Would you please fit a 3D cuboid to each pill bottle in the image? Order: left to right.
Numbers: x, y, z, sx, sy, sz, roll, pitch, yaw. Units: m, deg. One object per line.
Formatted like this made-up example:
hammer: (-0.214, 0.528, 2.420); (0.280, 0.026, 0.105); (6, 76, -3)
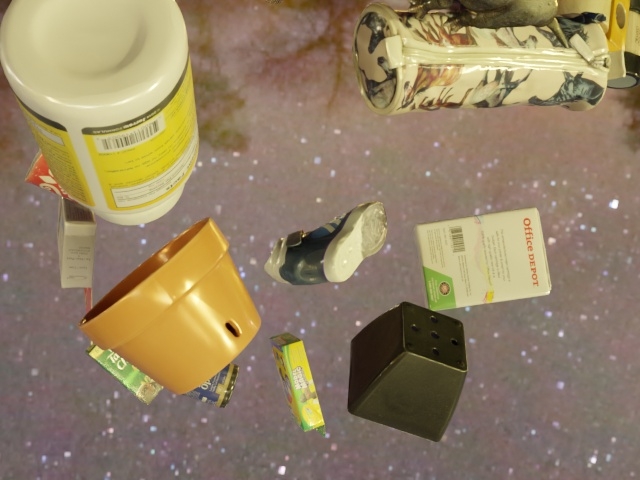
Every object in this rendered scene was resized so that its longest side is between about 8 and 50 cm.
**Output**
pill bottle: (-0.238, -0.146, 1.014); (0.188, 0.188, 0.334); (7, 158, -2)
pill bottle: (-0.337, 0.358, 2.334); (0.219, 0.123, 0.123); (19, -161, -7)

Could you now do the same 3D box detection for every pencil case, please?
pencil case: (0.244, -0.270, 1.314); (0.410, 0.160, 0.183); (-5, 177, -24)

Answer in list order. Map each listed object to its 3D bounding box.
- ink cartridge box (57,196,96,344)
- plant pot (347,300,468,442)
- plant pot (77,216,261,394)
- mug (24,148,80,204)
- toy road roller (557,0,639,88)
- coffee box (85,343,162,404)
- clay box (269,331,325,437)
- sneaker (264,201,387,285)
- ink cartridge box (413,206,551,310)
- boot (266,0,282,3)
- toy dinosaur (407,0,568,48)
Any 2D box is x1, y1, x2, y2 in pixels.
ink cartridge box: (-0.511, 0.039, 1.825); (0.066, 0.261, 0.296); (1, -161, -18)
plant pot: (0.171, 0.223, 1.598); (0.187, 0.167, 0.188); (21, -143, -12)
plant pot: (-0.242, 0.128, 1.516); (0.203, 0.291, 0.291); (52, -162, -10)
mug: (-0.409, -0.130, 1.541); (0.169, 0.150, 0.113); (28, 150, -20)
toy road roller: (0.519, -0.441, 1.810); (0.240, 0.202, 0.329); (0, 166, 40)
coffee box: (-0.415, 0.265, 1.937); (0.113, 0.184, 0.040); (-49, -159, -17)
clay box: (-0.050, 0.320, 1.911); (0.053, 0.222, 0.127); (-15, -174, -14)
sneaker: (0.000, 0.001, 2.099); (0.236, 0.130, 0.323); (0, -153, 30)
ink cartridge box: (0.368, 0.044, 2.018); (0.278, 0.201, 0.117); (-8, 176, 2)
boot: (-0.104, -0.489, 1.497); (0.059, 0.084, 0.158); (-30, -107, -39)
toy dinosaur: (0.214, -0.312, 1.088); (0.313, 0.121, 0.160); (39, 165, -24)
